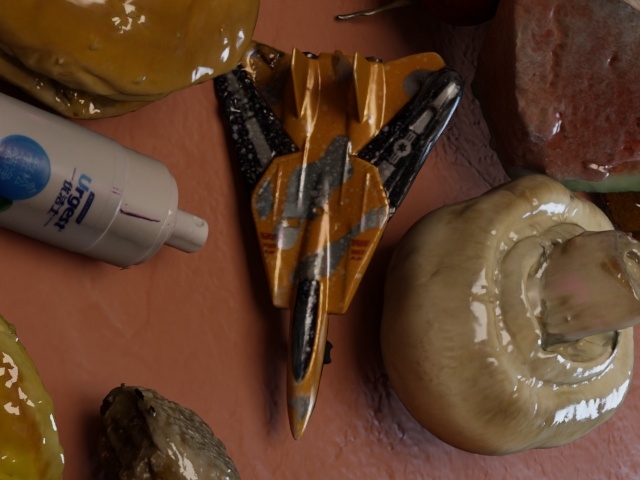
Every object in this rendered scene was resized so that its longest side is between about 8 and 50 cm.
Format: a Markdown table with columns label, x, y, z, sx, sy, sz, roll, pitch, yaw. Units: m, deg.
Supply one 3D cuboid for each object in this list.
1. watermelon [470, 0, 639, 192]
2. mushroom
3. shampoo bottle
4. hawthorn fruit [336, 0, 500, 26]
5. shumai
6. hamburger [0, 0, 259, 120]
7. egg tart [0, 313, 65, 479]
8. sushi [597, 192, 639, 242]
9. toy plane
| label | x | y | z | sx | sy | sz | roll | pitch | yaw |
| --- | --- | --- | --- | --- | --- | --- | --- | --- | --- |
| watermelon | 0.242 | -0.207 | 1.563 | 0.292 | 0.283 | 0.250 | 55 | 18 | -35 |
| mushroom | 0.185 | 0.060 | 1.503 | 0.254 | 0.234 | 0.260 | 40 | 58 | -32 |
| shampoo bottle | -0.209 | -0.049 | 1.287 | 0.303 | 0.092 | 0.092 | 23 | 67 | -35 |
| hawthorn fruit | 0.115 | -0.252 | 1.577 | 0.162 | 0.162 | 0.203 | 33 | 81 | -31 |
| shumai | -0.126 | 0.180 | 1.307 | 0.116 | 0.145 | 0.145 | -42 | 113 | 2 |
| hamburger | -0.169 | -0.241 | 1.318 | 0.318 | 0.158 | 0.318 | 10 | 74 | -37 |
| egg tart | -0.315 | 0.154 | 1.116 | 0.341 | 0.132 | 0.341 | 3 | 86 | -45 |
| sushi | 0.298 | -0.047 | 1.740 | 0.120 | 0.055 | 0.052 | 57 | 40 | -27 |
| toy plane | 0.002 | 0.000 | 1.447 | 0.103 | 0.204 | 0.316 | -14 | 109 | -79 |
